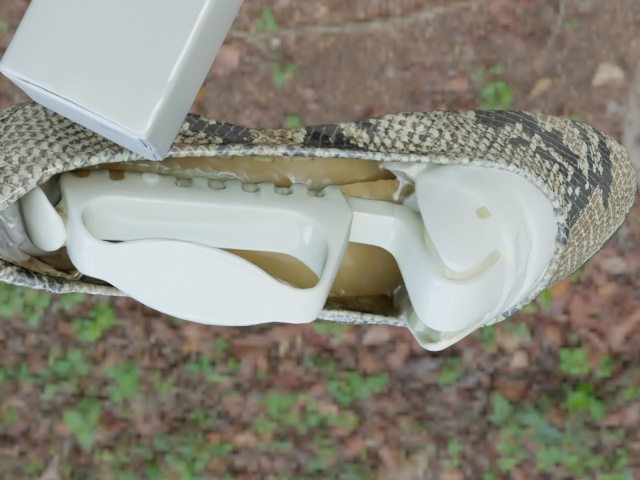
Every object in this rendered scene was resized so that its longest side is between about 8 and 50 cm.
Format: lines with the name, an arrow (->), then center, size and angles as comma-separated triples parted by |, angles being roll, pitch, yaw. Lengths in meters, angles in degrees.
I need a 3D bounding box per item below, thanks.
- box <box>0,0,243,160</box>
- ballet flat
box -> -0.074, -0.190, 0.884 | 0.094, 0.275, 0.113 | 26, 175, 1
ballet flat -> 0.000, 0.000, 1.022 | 0.482, 0.182, 0.164 | 3, 116, -12
